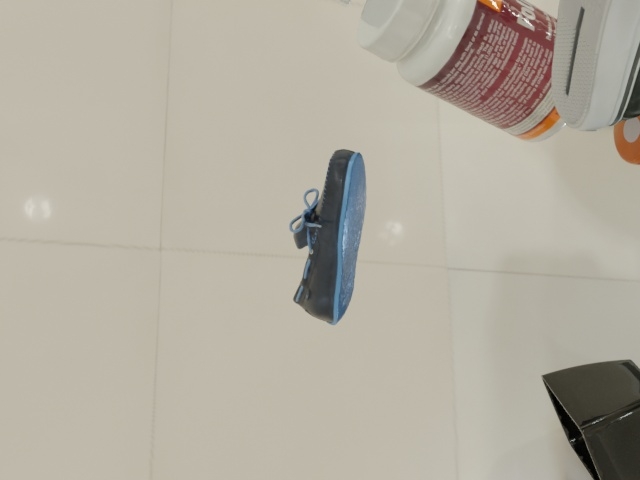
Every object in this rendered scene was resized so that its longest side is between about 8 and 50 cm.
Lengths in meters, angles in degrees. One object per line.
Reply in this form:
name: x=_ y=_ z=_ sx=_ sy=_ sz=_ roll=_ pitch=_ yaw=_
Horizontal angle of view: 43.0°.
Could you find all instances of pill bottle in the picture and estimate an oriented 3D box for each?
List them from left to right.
pill bottle: x=0.279 y=-0.352 z=1.471 sx=0.392 sy=0.224 sz=0.224 roll=22 pitch=69 yaw=-21

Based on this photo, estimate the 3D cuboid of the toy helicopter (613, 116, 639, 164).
toy helicopter: x=0.455 y=-0.020 z=0.884 sx=0.140 sy=0.235 sz=0.355 roll=0 pitch=85 yaw=-16

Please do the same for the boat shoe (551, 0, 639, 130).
boat shoe: x=0.272 y=-0.239 z=0.656 sx=0.119 sy=0.335 sz=0.121 roll=-13 pitch=52 yaw=-9

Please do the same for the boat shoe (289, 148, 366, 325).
boat shoe: x=0.000 y=0.000 z=1.072 sx=0.088 sy=0.259 sz=0.109 roll=17 pitch=27 yaw=17

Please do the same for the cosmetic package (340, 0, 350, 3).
cosmetic package: x=-0.015 y=-0.581 z=1.635 sx=0.224 sy=0.224 sz=0.138 roll=26 pitch=103 yaw=-6

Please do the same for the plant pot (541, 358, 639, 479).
plant pot: x=0.542 y=0.329 z=1.495 sx=0.166 sy=0.188 sz=0.188 roll=-26 pitch=113 yaw=4
